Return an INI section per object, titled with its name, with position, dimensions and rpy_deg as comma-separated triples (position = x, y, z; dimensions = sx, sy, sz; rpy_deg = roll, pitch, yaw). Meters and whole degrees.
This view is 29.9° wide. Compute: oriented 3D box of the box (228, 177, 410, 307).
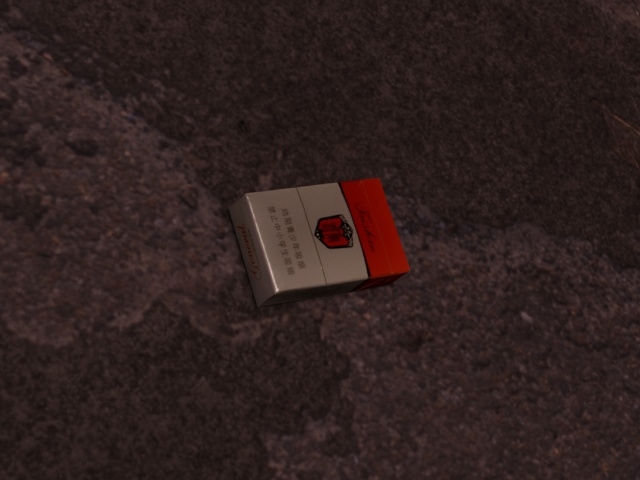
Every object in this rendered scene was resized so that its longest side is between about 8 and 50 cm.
[box]
position = 0.000, 0.000, 1.115
dimensions = 0.152, 0.048, 0.100
rpy_deg = -7, 74, -35
